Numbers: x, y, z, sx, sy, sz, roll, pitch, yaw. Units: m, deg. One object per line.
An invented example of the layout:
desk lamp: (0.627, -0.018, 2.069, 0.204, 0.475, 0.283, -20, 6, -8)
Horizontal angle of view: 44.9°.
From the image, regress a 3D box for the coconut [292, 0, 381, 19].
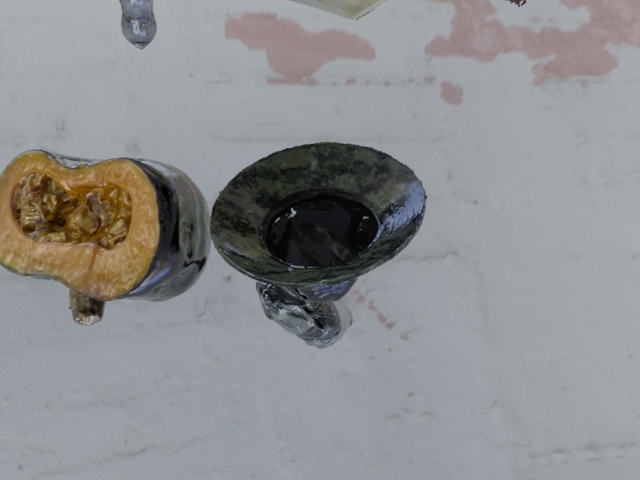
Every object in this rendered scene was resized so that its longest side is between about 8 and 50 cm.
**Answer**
coconut: (0.034, -0.372, 0.684, 0.323, 0.323, 0.322, 5, -112, -12)

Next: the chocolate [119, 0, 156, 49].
chocolate: (-0.363, -0.453, 1.537, 0.072, 0.167, 0.072, 3, -123, -4)

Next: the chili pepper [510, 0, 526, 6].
chili pepper: (0.205, -0.359, 1.050, 0.088, 0.169, 0.065, 41, -101, -37)

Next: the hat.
hat: (0.000, 0.000, 0.978, 0.266, 0.128, 0.265, -3, -136, 3)

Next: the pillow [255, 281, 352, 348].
pillow: (-0.022, 0.111, 1.334, 0.162, 0.335, 0.092, 36, -86, 6)

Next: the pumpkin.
pumpkin: (-0.281, 0.002, 1.095, 0.325, 0.232, 0.242, 12, -94, 29)
